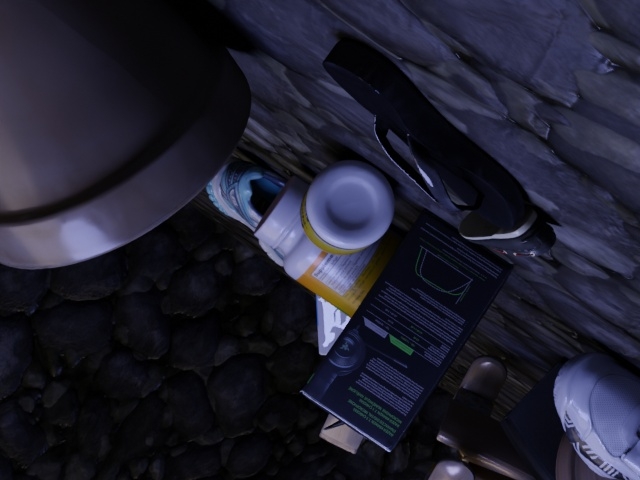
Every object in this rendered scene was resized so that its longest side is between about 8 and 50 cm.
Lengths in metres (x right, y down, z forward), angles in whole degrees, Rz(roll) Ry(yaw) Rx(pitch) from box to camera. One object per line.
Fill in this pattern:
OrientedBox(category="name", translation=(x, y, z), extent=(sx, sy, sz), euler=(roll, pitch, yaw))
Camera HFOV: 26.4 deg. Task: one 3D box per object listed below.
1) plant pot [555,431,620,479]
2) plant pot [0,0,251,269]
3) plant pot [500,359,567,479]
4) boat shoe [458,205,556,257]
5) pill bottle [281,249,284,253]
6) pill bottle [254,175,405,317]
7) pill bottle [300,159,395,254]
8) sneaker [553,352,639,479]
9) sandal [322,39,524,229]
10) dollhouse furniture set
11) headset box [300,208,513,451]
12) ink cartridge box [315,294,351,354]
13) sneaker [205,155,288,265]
OrientedBox(category="plant pot", translation=(0.442, 0.320, 1.827), extent=(0.237, 0.237, 0.110), euler=(35, 149, -10))
OrientedBox(category="plant pot", translation=(-0.269, -0.180, 1.327), extent=(0.323, 0.323, 0.280), euler=(28, 155, 48))
OrientedBox(category="plant pot", translation=(0.375, 0.283, 2.047), extent=(0.167, 0.188, 0.187), euler=(45, 177, 10))
OrientedBox(category="boat shoe", translation=(0.174, -0.008, 1.296), extent=(0.042, 0.049, 0.133), euler=(45, 167, -20))
OrientedBox(category="pill bottle", translation=(0.000, 0.000, 2.072), extent=(0.108, 0.108, 0.180), euler=(29, 173, 41))
OrientedBox(category="pill bottle", translation=(0.035, 0.020, 1.893), extent=(0.246, 0.136, 0.136), euler=(35, 174, -7))
OrientedBox(category="pill bottle", translation=(0.028, -0.035, 1.629), extent=(0.103, 0.103, 0.184), euler=(34, 174, -1))
OrientedBox(category="sneaker", translation=(0.456, 0.269, 1.658), extent=(0.366, 0.137, 0.210), euler=(47, 159, -5))
OrientedBox(category="sandal", translation=(0.083, -0.080, 1.182), extent=(0.254, 0.054, 0.097), euler=(38, 173, -36))
OrientedBox(category="dollhouse furniture set", translation=(0.239, 0.279, 2.265), extent=(0.394, 0.256, 0.362), euler=(26, -152, 5))
OrientedBox(category="headset box", translation=(0.098, 0.128, 1.698), extent=(0.131, 0.283, 0.246), euler=(33, 175, 5))
OrientedBox(category="ink cartridge box", translation=(0.043, 0.109, 2.225), extent=(0.062, 0.104, 0.181), euler=(0, -164, 13))
OrientedBox(category="sneaker", translation=(-0.051, -0.029, 2.160), extent=(0.283, 0.110, 0.122), euler=(34, 166, -31))
